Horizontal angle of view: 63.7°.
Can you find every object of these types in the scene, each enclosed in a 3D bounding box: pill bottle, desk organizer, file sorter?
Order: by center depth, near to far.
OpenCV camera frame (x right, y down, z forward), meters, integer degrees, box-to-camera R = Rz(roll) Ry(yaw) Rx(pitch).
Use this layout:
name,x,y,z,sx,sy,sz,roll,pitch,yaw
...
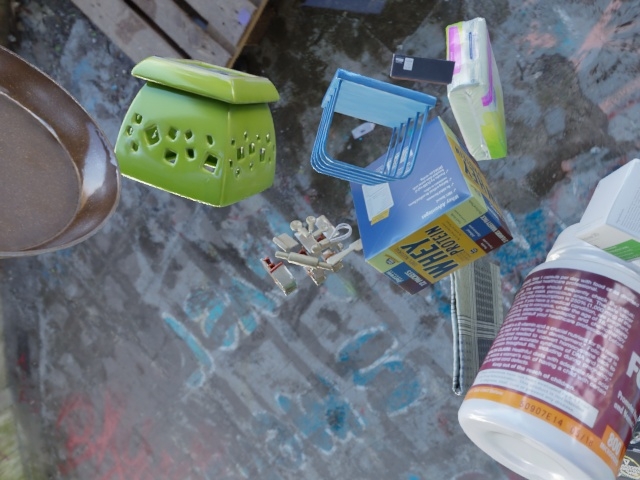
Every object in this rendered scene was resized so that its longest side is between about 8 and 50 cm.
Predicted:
name,x,y,z,sx,sy,sz,roll,pitch,yaw
file sorter,0.056,-0.133,0.662,0.118,0.170,0.105,14,92,-6
pill bottle,0.404,0.173,0.822,0.224,0.392,0.224,30,156,15
desk organizer,0.218,-0.366,1.106,0.130,0.050,0.047,9,103,6

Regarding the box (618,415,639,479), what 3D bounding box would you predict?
name,x,y,z,sx,sy,sz,roll,pitch,yaw
box,0.814,0.340,1.041,0.097,0.394,0.318,59,150,-3

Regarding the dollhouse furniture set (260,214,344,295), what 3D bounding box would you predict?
name,x,y,z,sx,sy,sz,roll,pitch,yaw
dollhouse furniture set,-0.054,0.050,1.723,0.135,0.259,0.262,50,167,24

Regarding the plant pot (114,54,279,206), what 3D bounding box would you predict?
name,x,y,z,sx,sy,sz,roll,pitch,yaw
plant pot,-0.206,-0.207,0.929,0.227,0.228,0.207,18,110,13

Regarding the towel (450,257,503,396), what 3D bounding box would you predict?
name,x,y,z,sx,sy,sz,roll,pitch,yaw
towel,0.361,0.191,1.197,0.056,0.312,0.325,-7,74,35

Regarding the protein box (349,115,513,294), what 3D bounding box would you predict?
name,x,y,z,sx,sy,sz,roll,pitch,yaw
protein box,0.176,-0.057,0.872,0.199,0.201,0.136,-34,132,26

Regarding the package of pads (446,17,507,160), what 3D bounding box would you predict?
name,x,y,z,sx,sy,sz,roll,pitch,yaw
package of pads,0.393,-0.374,1.294,0.101,0.296,0.229,-7,61,26

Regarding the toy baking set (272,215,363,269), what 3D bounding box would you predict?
name,x,y,z,sx,sy,sz,roll,pitch,yaw
toy baking set,-0.004,0.004,1.459,0.256,0.197,0.030,17,138,14

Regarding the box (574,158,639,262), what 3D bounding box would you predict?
name,x,y,z,sx,sy,sz,roll,pitch,yaw
box,0.421,-0.037,0.696,0.087,0.101,0.102,28,83,9

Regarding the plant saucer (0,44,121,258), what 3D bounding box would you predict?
name,x,y,z,sx,sy,sz,roll,pitch,yaw
plant saucer,-0.189,-0.053,0.267,0.168,0.168,0.029,49,118,4
